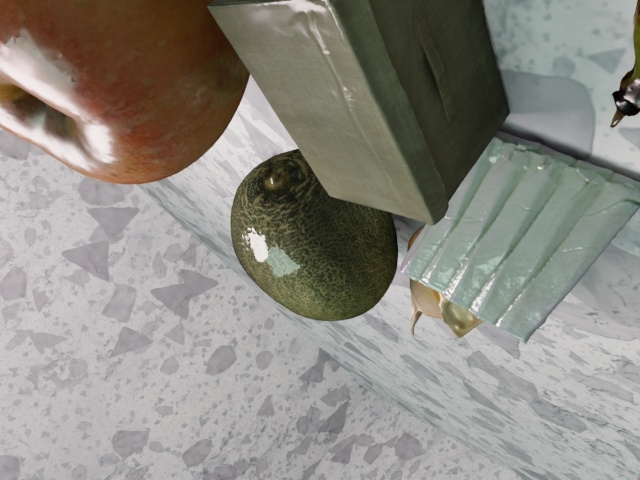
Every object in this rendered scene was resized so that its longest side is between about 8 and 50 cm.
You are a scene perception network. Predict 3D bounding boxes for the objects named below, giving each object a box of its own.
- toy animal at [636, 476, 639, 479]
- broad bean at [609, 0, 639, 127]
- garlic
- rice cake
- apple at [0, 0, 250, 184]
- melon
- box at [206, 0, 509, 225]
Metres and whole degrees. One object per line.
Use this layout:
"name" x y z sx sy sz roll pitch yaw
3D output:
"toy animal" 0.520 0.262 0.513 0.345 0.277 0.246 11 122 36
"broad bean" 0.224 -0.159 0.222 0.077 0.061 0.339 28 163 7
"garlic" 0.183 0.058 0.712 0.145 0.164 0.245 20 168 2
"rice cake" 0.199 -0.006 0.529 0.189 0.037 0.198 30 117 24
"apple" -0.228 -0.242 0.545 0.339 0.305 0.338 21 156 10
"melon" 0.000 0.000 0.794 0.249 0.248 0.329 25 165 37
"box" 0.050 -0.153 0.444 0.155 0.149 0.231 21 157 44
